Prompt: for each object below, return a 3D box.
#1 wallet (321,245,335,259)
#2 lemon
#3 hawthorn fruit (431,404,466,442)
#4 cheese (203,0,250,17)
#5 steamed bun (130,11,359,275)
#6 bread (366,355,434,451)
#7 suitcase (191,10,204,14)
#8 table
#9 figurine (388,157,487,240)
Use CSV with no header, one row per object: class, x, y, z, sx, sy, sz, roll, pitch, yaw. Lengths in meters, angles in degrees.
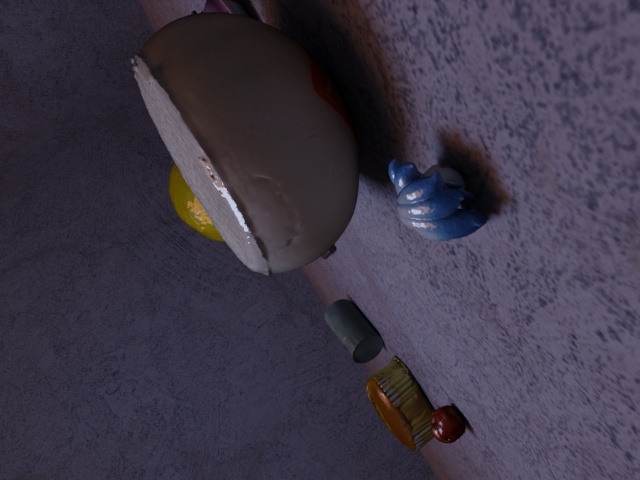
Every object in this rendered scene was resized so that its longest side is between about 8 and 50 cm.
wallet,0.000,0.000,1.457,0.118,0.039,0.152,55,169,3
lemon,-0.251,-0.150,1.392,0.364,0.364,0.364,56,172,12
hawthorn fruit,0.310,0.448,1.125,0.093,0.093,0.093,56,172,12
cheese,-0.140,-0.345,0.869,0.286,0.074,0.189,57,173,-18
steamed bun,-0.082,-0.142,0.662,0.374,0.241,0.374,55,166,21
bread,0.262,0.539,1.498,0.288,0.156,0.204,61,169,-14
suitcase,-0.244,-0.473,1.056,0.086,0.059,0.126,59,172,5
table,0.118,0.325,1.663,0.220,0.126,0.126,47,166,50
figurine,0.122,-0.038,0.458,0.114,0.079,0.114,39,174,5
